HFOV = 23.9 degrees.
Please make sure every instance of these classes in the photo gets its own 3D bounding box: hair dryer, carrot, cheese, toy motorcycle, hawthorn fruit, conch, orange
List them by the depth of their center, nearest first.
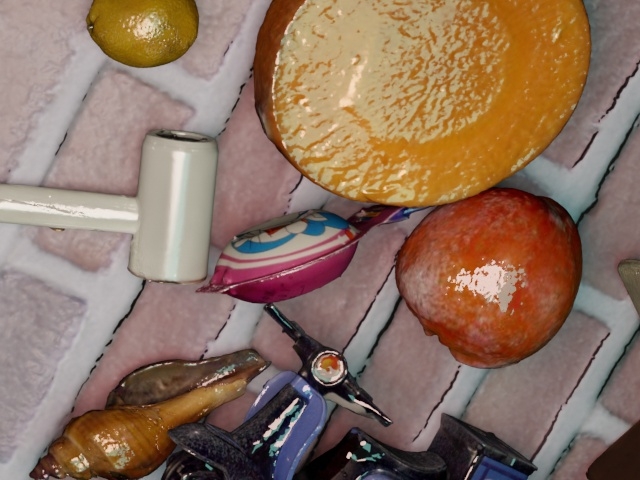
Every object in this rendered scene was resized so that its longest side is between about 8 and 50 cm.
[{"bbox_3d":[-0.152,-0.187,1.293,0.095,0.085,0.085,-11,108,-17],"label":"orange"},{"bbox_3d":[-0.212,-0.038,1.339,0.236,0.073,0.131,5,102,-7],"label":"hair dryer"},{"bbox_3d":[0.084,-0.161,1.345,0.307,0.100,0.258,-24,104,-11],"label":"carrot"},{"bbox_3d":[0.000,0.000,1.359,0.244,0.155,0.062,-23,101,-25],"label":"cheese"},{"bbox_3d":[-0.158,0.166,1.392,0.232,0.086,0.080,-33,154,-35],"label":"conch"},{"bbox_3d":[0.160,0.029,1.397,0.172,0.173,0.173,-4,106,-14],"label":"hawthorn fruit"},{"bbox_3d":[0.020,0.210,1.415,0.358,0.125,0.213,28,92,-32],"label":"toy motorcycle"}]

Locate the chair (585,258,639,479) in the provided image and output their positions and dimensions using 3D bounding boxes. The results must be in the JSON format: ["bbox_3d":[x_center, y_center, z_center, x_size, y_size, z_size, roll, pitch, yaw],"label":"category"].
[{"bbox_3d":[0.358,0.195,1.501,0.186,0.160,0.319,-42,114,-3],"label":"chair"}]
